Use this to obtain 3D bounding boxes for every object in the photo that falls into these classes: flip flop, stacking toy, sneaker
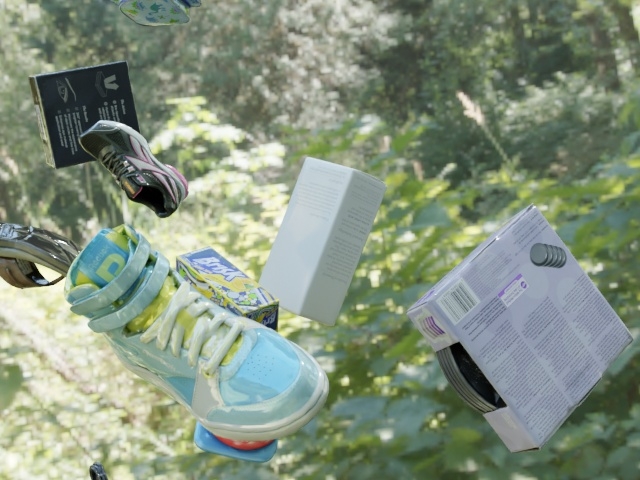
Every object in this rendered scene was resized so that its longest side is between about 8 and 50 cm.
[{"bbox_3d":[-0.452,0.026,1.399,0.277,0.080,0.112,17,13,-14],"label":"flip flop"},{"bbox_3d":[-0.118,0.259,1.733,0.165,0.175,0.302,13,-42,-9],"label":"stacking toy"},{"bbox_3d":[-0.268,-0.099,1.368,0.178,0.077,0.072,34,-56,-18],"label":"sneaker"},{"bbox_3d":[-0.150,0.088,0.991,0.319,0.127,0.208,14,-31,37],"label":"sneaker"}]

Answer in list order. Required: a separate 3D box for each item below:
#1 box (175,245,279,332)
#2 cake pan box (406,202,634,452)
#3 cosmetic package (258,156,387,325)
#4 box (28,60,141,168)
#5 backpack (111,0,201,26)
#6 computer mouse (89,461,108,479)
[{"bbox_3d":[-0.127,0.071,1.270,0.059,0.054,0.169,-17,36,-35],"label":"box"},{"bbox_3d":[0.277,0.119,1.304,0.267,0.246,0.070,-39,0,-32],"label":"cake pan box"},{"bbox_3d":[0.000,0.000,1.435,0.085,0.231,0.117,21,0,-42],"label":"cosmetic package"},{"bbox_3d":[-0.397,-0.215,1.618,0.158,0.156,0.093,-14,15,-21],"label":"box"},{"bbox_3d":[-0.219,-0.324,1.216,0.114,0.084,0.105,1,-12,21],"label":"backpack"},{"bbox_3d":[-0.276,0.434,1.395,0.041,0.242,0.071,-21,-5,-29],"label":"computer mouse"}]
